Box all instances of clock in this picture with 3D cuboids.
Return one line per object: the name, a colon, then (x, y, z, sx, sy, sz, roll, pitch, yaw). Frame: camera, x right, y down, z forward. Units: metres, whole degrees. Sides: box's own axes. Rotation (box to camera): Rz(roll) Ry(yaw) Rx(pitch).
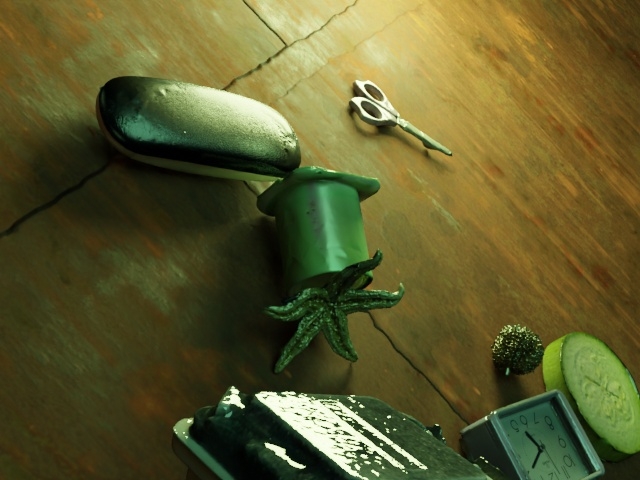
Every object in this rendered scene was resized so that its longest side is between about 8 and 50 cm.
clock: (0.298, 0.302, 1.458, 0.193, 0.073, 0.145, -8, 64, -46)

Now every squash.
squash: (0.444, 0.249, 1.666, 0.219, 0.041, 0.219, 28, 43, -30)

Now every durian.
durian: (0.297, 0.171, 1.568, 0.080, 0.080, 0.091, 36, 57, -14)

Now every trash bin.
trash bin: (0.002, 0.334, 0.911, 0.296, 0.368, 0.255, 9, 13, -43)

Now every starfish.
starfish: (0.021, 0.101, 1.331, 0.208, 0.176, 0.053, -26, 38, -13)

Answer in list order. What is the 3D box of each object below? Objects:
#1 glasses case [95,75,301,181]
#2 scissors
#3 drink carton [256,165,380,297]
glasses case: (-0.157, -0.148, 1.401, 0.314, 0.075, 0.122, 6, 57, -40)
scissors: (0.137, -0.196, 1.753, 0.212, 0.021, 0.110, 32, 39, -19)
drink carton: (0.000, 0.000, 1.389, 0.146, 0.144, 0.142, 6, 65, -36)
